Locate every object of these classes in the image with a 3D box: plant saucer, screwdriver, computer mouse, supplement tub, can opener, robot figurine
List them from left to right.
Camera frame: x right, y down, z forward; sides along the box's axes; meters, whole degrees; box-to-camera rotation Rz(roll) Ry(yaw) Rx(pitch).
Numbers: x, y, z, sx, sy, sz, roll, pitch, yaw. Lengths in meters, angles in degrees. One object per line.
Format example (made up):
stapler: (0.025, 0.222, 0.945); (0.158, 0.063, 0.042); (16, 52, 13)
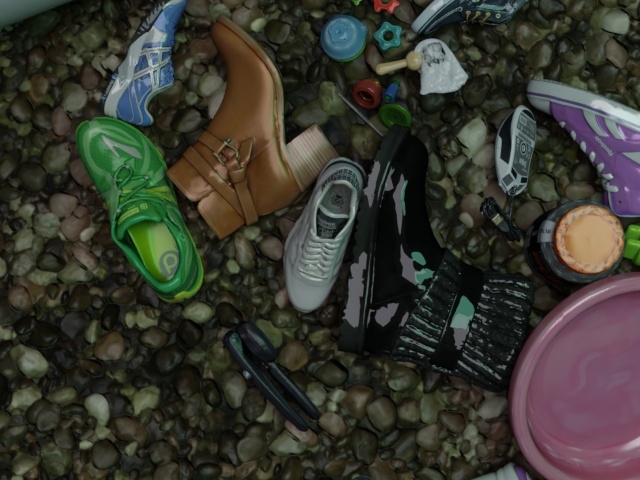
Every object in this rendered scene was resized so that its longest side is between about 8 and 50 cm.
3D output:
can opener: (-0.072, 0.198, 1.723); (0.059, 0.073, 0.186); (-35, 96, -10)
screwdriver: (0.083, -0.163, 1.769); (0.170, 0.025, 0.024); (44, 88, 12)
computer mouse: (0.272, -0.101, 1.736); (0.042, 0.106, 0.193); (1, 73, 38)
supplement tub: (0.353, 0.005, 1.666); (0.117, 0.190, 0.117); (0, 86, 1)
plant saucer: (0.407, 0.190, 1.655); (0.332, 0.084, 0.332); (-5, 113, -12)
robot figurine: (0.493, 0.012, 1.727); (0.115, 0.067, 0.101); (15, 57, 2)

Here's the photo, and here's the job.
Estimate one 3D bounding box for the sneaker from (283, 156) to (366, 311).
sneaker: (0.000, 0.000, 1.692); (0.090, 0.095, 0.235); (14, 109, -5)

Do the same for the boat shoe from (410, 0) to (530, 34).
boat shoe: (0.225, -0.338, 1.752); (0.183, 0.065, 0.083); (-36, 88, -2)

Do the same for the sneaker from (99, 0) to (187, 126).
sneaker: (-0.242, -0.264, 1.749); (0.081, 0.080, 0.211); (27, 96, -4)

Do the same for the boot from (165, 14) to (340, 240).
boot: (-0.134, -0.161, 1.734); (0.220, 0.109, 0.283); (-35, 94, 2)

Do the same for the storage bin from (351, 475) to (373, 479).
storage bin: (0.094, 0.426, 1.657); (0.180, 0.084, 0.122); (36, 83, 27)

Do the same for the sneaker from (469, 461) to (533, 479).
sneaker: (0.273, 0.474, 1.691); (0.152, 0.114, 0.305); (-21, 82, 13)

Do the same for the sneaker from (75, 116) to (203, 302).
sneaker: (-0.254, -0.052, 1.705); (0.109, 0.123, 0.296); (-30, 86, -1)

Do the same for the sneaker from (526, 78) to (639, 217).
sneaker: (0.401, -0.122, 1.713); (0.282, 0.102, 0.161); (28, 105, 20)

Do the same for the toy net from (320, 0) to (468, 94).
toy net: (0.115, -0.287, 1.737); (0.232, 0.045, 0.122); (27, 90, 13)

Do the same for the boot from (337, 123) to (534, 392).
boot: (0.178, 0.025, 1.693); (0.260, 0.131, 0.348); (10, 95, 7)

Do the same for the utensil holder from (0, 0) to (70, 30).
utensil holder: (-0.355, -0.494, 1.643); (0.385, 0.327, 0.328); (-22, 86, -4)

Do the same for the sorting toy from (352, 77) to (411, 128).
sorting toy: (0.097, -0.208, 1.756); (0.102, 0.061, 0.042); (35, 53, -5)
